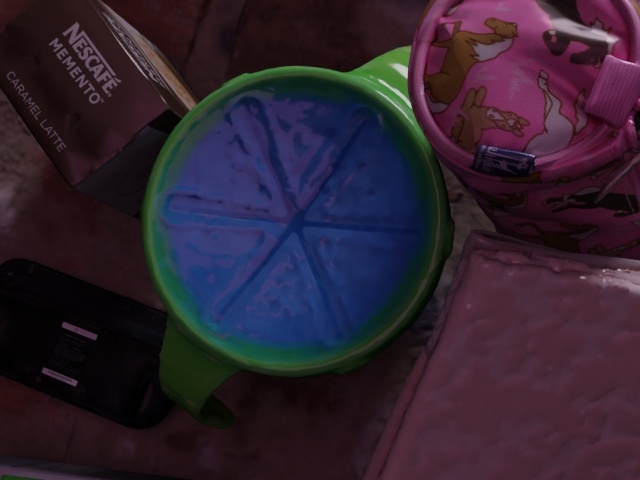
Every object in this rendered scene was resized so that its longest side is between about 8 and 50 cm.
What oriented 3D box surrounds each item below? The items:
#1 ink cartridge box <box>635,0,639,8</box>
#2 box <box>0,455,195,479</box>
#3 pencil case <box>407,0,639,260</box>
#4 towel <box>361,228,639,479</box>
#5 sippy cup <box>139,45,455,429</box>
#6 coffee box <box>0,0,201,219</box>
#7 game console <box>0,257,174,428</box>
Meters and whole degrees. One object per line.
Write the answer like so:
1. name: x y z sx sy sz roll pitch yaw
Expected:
1. ink cartridge box: 0.374 -0.209 1.086 0.296 0.066 0.261 18 107 10
2. box: -0.194 0.322 1.283 0.231 0.127 0.262 7 85 10
3. pencil case: 0.185 -0.050 1.126 0.160 0.386 0.167 -17 66 12
4. towel: 0.199 0.154 1.119 0.331 0.053 0.317 10 118 -19
5. sippy cup: 0.000 0.000 1.234 0.305 0.224 0.240 -19 78 8
6. coffee box: -0.161 -0.103 1.269 0.098 0.246 0.141 -39 77 4
7. game console: -0.291 0.077 1.377 0.361 0.044 0.213 20 88 14
